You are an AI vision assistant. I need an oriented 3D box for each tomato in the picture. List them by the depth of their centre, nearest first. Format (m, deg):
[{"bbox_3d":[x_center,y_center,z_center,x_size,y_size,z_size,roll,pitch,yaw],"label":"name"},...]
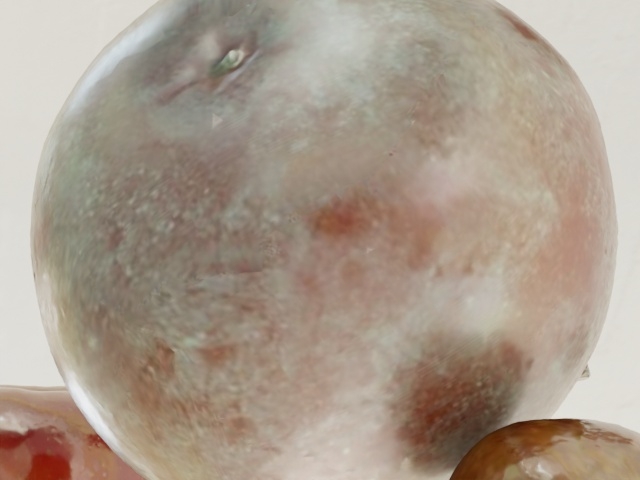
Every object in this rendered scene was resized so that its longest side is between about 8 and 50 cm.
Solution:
[{"bbox_3d":[0.000,0.000,0.788,0.317,0.316,0.282,21,-25,39],"label":"tomato"}]

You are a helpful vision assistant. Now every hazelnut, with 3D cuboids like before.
[{"bbox_3d":[0.120,0.150,0.649,0.143,0.143,0.154,-42,-110,44],"label":"hazelnut"}]

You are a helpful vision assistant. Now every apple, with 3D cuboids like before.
[{"bbox_3d":[-0.234,0.222,1.182,0.260,0.260,0.216,1,-91,45],"label":"apple"}]
